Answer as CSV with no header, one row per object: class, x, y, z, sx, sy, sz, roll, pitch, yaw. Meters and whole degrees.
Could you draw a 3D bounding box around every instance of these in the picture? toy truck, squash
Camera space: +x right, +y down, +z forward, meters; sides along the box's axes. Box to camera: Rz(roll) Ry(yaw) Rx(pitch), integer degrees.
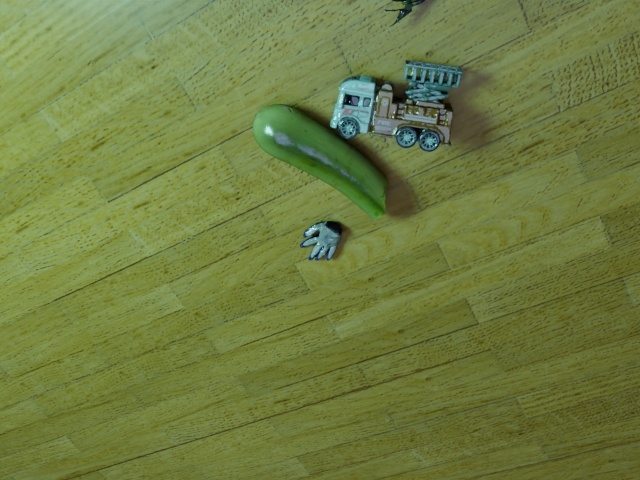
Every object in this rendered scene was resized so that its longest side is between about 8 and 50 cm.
toy truck,0.108,-0.201,0.842,0.177,0.080,0.115,8,115,4
squash,0.006,-0.127,0.904,0.250,0.083,0.083,32,119,-12

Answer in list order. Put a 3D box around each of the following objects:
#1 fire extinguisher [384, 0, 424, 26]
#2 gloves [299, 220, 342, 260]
fire extinguisher,0.109,-0.374,0.766,0.078,0.045,0.157,-16,114,6
gloves,0.000,0.000,1.002,0.064,0.026,0.086,26,124,-3
